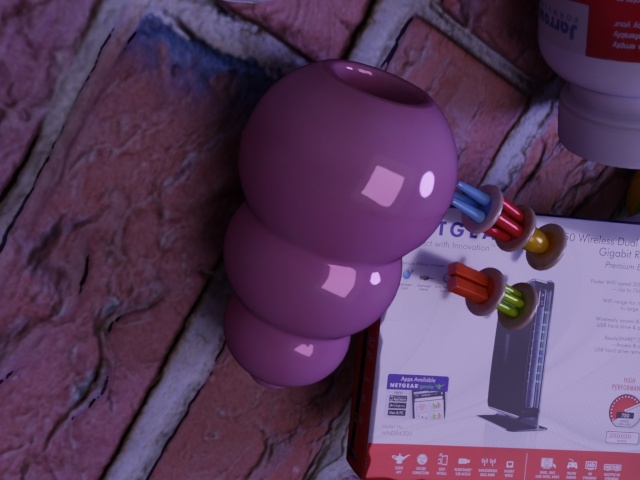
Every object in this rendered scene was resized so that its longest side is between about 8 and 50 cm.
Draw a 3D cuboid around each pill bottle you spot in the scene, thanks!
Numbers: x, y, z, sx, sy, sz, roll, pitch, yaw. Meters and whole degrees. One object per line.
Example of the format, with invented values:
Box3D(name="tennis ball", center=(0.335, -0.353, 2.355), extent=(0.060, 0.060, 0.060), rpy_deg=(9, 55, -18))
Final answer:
Box3D(name="pill bottle", center=(0.341, -0.293, 1.036), extent=(0.229, 0.229, 0.408), rpy_deg=(-20, 123, -26))

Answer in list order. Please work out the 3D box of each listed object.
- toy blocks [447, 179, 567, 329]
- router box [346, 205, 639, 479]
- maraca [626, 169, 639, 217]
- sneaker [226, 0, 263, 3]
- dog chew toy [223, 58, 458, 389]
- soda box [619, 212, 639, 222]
Box3D(name="toy blocks", center=(0.166, 0.012, 1.011), extent=(0.148, 0.054, 0.123), rpy_deg=(26, 89, -32))
Box3D(name="router box", center=(0.209, 0.117, 1.124), extent=(0.335, 0.082, 0.301), rpy_deg=(4, 95, -12))
Box3D(name="maraca", center=(0.472, -0.062, 1.333), extent=(0.185, 0.099, 0.127), rpy_deg=(-10, 131, -44))
Box3D(name="sneaker", center=(0.031, -0.278, 0.898), extent=(0.290, 0.123, 0.106), rpy_deg=(-24, 127, -22))
Box3D(name="dog chew toy", center=(0.000, 0.000, 0.974), extent=(0.206, 0.206, 0.332), rpy_deg=(2, 119, -36))
Box3D(name="soda box", center=(0.381, 0.041, 1.253), extent=(0.286, 0.091, 0.098), rpy_deg=(-22, 128, 7))
